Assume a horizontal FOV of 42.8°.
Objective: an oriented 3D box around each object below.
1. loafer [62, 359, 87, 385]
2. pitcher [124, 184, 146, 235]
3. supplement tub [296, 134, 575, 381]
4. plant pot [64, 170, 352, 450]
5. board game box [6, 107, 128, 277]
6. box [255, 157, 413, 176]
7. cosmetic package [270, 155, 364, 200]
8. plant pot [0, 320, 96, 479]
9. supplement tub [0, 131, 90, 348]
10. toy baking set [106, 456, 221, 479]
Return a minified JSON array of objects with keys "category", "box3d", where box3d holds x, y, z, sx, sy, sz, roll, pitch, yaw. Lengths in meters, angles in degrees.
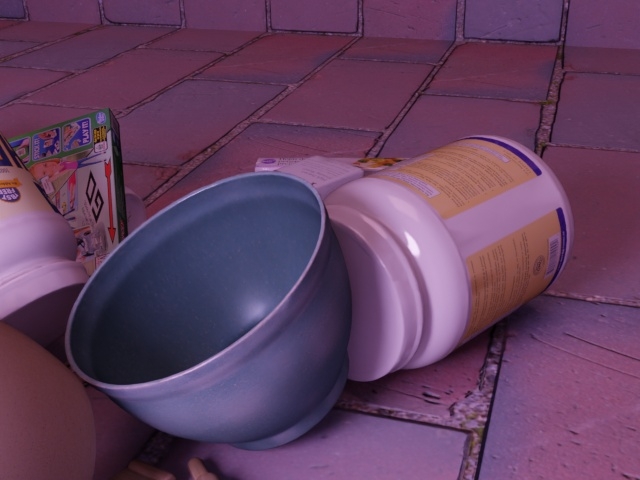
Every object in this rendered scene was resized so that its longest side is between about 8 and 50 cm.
[{"category":"loafer","box3d":[-0.275,0.148,0.991,0.125,0.039,0.045,-7,27,-13]},{"category":"pitcher","box3d":[-0.392,-0.019,1.280,0.207,0.125,0.177,3,47,28]},{"category":"supplement tub","box3d":[0.134,0.016,1.024,0.331,0.241,0.241,-23,33,-38]},{"category":"plant pot","box3d":[-0.086,0.096,0.858,0.293,0.196,0.293,-21,35,15]},{"category":"board game box","box3d":[-0.390,-0.043,1.183,0.214,0.046,0.317,-17,52,2]},{"category":"box","box3d":[0.043,-0.114,1.500,0.324,0.067,0.063,0,25,4]},{"category":"cosmetic package","box3d":[-0.048,-0.059,1.294,0.117,0.085,0.231,20,31,40]},{"category":"plant pot","box3d":[-0.310,0.183,0.703,0.191,0.284,0.284,7,15,-40]},{"category":"supplement tub","box3d":[-0.442,-0.012,0.970,0.325,0.235,0.235,51,44,9]},{"category":"toy baking set","box3d":[-0.159,0.282,0.726,0.197,0.030,0.256,-20,25,-23]}]
